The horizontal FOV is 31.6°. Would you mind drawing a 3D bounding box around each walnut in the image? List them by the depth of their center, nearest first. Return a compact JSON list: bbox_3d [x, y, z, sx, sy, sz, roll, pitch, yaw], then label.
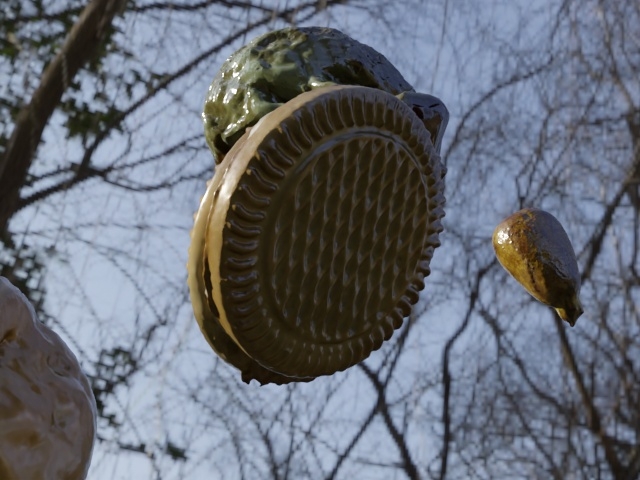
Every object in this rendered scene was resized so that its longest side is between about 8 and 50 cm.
[{"bbox_3d":[-0.427,0.201,1.189,0.383,0.383,0.383,7,-34,4],"label":"walnut"}]

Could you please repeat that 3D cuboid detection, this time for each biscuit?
[{"bbox_3d":[0.000,0.000,0.909,0.079,0.259,0.259,22,-19,44],"label":"biscuit"}]

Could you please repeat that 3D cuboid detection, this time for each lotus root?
[{"bbox_3d":[0.318,0.033,1.601,0.108,0.191,0.094,-17,-40,-14],"label":"lotus root"}]

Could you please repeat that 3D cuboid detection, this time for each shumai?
[{"bbox_3d":[0.000,-0.118,1.210,0.272,0.203,0.222,-1,-80,4],"label":"shumai"}]
